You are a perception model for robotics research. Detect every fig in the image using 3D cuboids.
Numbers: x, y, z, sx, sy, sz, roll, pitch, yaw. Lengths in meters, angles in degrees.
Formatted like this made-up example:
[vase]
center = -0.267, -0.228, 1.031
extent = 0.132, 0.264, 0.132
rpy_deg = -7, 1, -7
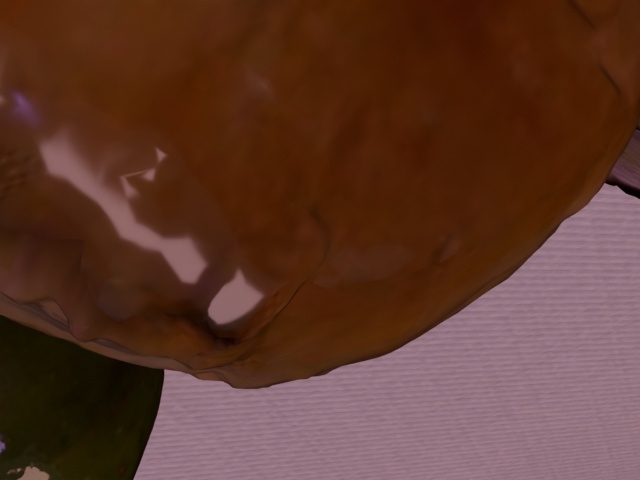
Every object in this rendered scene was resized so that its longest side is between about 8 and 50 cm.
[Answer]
[fig]
center = -0.196, 0.117, 0.923
extent = 0.191, 0.181, 0.181
rpy_deg = -41, 153, -14

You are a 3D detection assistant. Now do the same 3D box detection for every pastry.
[pastry]
center = -0.052, -0.144, 0.474
extent = 0.410, 0.245, 0.409
rpy_deg = -4, 101, -23

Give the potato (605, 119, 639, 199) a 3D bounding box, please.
[potato]
center = 0.204, -0.166, 0.733
extent = 0.266, 0.229, 0.229
rpy_deg = -52, 145, 1
